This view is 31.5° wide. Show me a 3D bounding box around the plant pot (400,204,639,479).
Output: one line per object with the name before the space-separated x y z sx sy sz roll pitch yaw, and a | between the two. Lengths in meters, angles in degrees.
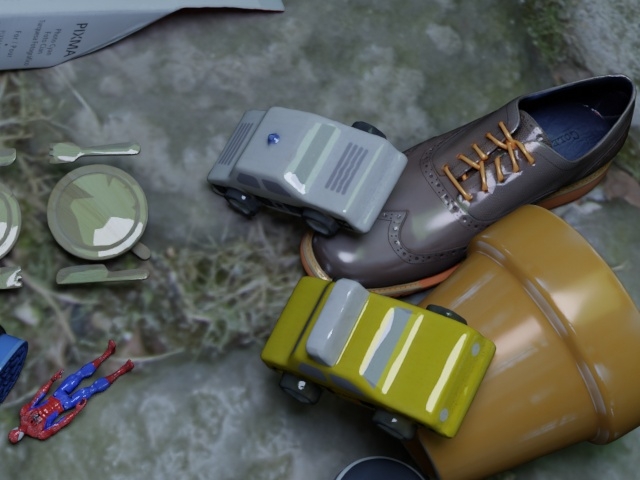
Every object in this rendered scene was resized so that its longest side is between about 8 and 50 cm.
plant pot | 0.144 0.104 0.937 0.188 0.205 0.205 -30 72 -9

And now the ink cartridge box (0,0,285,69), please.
ink cartridge box | -0.264 -0.320 1.146 0.385 0.091 0.308 -9 63 -36

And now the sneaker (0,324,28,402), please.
sneaker | -0.324 0.147 0.867 0.090 0.081 0.232 28 53 6

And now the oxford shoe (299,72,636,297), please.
oxford shoe | 0.140 -0.065 1.049 0.364 0.132 0.130 -30 73 -25

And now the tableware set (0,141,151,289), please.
tableware set | -0.248 -0.018 0.993 0.194 0.039 0.128 -4 75 -8

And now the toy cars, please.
toy cars | 0.000 0.000 0.922 0.176 0.087 0.393 -31 49 12

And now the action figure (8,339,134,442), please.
action figure | -0.207 0.127 0.930 0.115 0.030 0.038 -40 82 -25

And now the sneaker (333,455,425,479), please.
sneaker | 0.076 0.303 0.844 0.126 0.127 0.321 -3 62 -13
